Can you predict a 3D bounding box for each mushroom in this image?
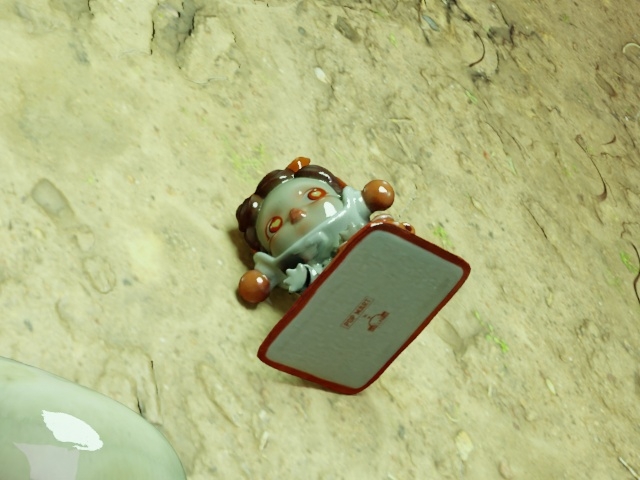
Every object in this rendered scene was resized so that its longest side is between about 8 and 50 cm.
[{"bbox_3d":[-0.212,0.181,1.010,0.246,0.202,0.246,19,1,0],"label":"mushroom"}]

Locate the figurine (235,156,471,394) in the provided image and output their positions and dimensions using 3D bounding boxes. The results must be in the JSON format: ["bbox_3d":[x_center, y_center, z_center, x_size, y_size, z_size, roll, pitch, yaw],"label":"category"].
[{"bbox_3d":[0.000,0.000,1.496,0.160,0.183,0.226,26,23,-42],"label":"figurine"}]
